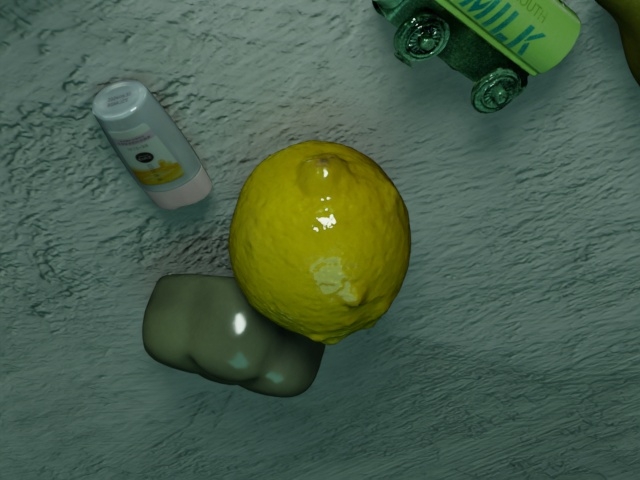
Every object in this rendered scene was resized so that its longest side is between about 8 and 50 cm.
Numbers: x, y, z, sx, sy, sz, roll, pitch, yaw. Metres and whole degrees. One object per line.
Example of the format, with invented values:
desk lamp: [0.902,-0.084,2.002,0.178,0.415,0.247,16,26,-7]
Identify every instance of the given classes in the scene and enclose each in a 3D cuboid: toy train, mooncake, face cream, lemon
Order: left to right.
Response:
face cream: [-0.199,-0.108,1.345,0.084,0.057,0.198,-14,145,11]
mooncake: [-0.122,0.137,1.593,0.275,0.135,0.275,14,167,3]
lemon: [0.000,0.000,1.393,0.233,0.233,0.288,-4,146,-5]
toy train: [0.167,-0.240,1.196,0.157,0.105,0.253,-43,136,22]

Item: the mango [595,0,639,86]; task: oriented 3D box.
mango: [0.393,-0.230,1.220,0.146,0.129,0.289,-15,143,27]
